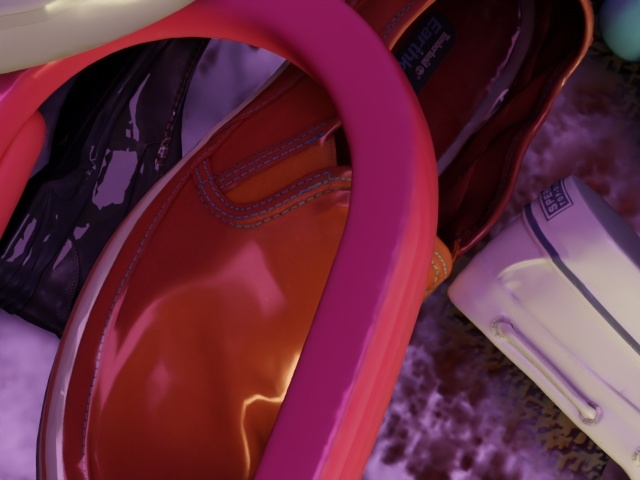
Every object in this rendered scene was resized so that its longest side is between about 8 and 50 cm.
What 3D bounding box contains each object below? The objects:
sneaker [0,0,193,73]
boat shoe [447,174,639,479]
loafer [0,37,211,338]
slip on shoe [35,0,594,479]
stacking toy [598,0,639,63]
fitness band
[{"bbox_3d":[-0.208,-0.155,0.660,0.366,0.150,0.135,2,58,7],"label":"sneaker"},{"bbox_3d":[0.158,0.091,0.759,0.084,0.095,0.258,-39,94,14],"label":"boat shoe"},{"bbox_3d":[-0.085,-0.036,0.772,0.061,0.062,0.170,35,80,-22],"label":"loafer"},{"bbox_3d":[0.000,0.000,0.734,0.123,0.101,0.331,43,75,-25],"label":"slip on shoe"},{"bbox_3d":[0.130,-0.186,0.778,0.141,0.141,0.330,-35,85,-12],"label":"stacking toy"},{"bbox_3d":[-0.072,0.026,0.665,0.209,0.054,0.290,13,73,22],"label":"fitness band"}]
